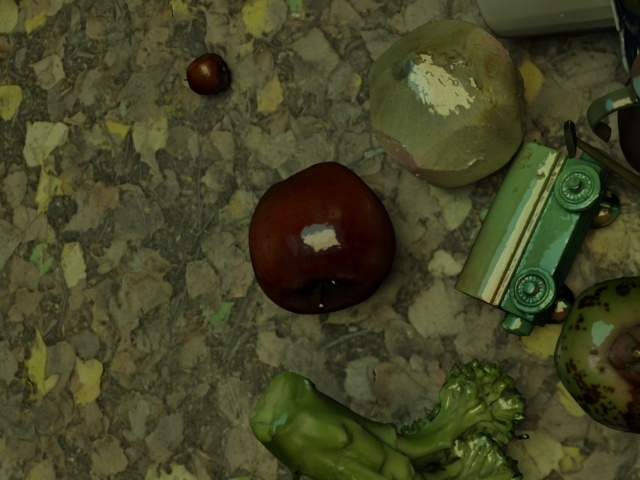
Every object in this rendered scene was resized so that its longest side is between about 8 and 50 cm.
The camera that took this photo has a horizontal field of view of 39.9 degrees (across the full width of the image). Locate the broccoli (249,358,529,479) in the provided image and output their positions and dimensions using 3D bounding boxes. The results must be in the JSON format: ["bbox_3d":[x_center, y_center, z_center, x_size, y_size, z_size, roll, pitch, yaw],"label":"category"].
[{"bbox_3d":[0.062,0.339,1.148,0.274,0.397,0.353,-9,81,46],"label":"broccoli"}]

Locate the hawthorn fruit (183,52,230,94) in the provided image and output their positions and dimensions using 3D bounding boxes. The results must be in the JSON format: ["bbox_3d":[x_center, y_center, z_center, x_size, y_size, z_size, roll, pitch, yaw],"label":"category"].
[{"bbox_3d":[-0.196,-0.286,1.525,0.077,0.077,0.077,-4,79,21],"label":"hawthorn fruit"}]

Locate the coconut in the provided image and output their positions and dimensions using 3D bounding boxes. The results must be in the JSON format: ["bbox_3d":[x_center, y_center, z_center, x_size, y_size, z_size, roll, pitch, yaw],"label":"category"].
[{"bbox_3d":[0.177,-0.195,1.256,0.227,0.230,0.227,-11,70,30],"label":"coconut"}]

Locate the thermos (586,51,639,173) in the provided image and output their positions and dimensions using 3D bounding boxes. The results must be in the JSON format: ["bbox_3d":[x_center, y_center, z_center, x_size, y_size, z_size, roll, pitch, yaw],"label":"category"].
[{"bbox_3d":[0.440,-0.169,1.138,0.176,0.265,0.146,-22,73,19],"label":"thermos"}]

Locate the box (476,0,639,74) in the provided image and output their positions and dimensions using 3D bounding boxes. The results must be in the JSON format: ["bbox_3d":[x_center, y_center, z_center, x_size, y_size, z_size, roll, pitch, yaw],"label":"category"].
[{"bbox_3d":[0.341,-0.367,1.251,0.206,0.262,0.291,-2,89,34],"label":"box"}]

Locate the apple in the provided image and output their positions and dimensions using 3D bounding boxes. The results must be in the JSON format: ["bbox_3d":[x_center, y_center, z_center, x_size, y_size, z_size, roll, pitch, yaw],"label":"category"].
[{"bbox_3d":[-0.002,0.001,1.319,0.233,0.234,0.234,-4,79,21],"label":"apple"}]

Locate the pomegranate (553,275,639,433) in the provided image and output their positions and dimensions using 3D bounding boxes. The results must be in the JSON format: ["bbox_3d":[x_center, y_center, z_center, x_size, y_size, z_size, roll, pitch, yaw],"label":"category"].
[{"bbox_3d":[0.405,0.140,1.107,0.214,0.248,0.214,-3,80,15],"label":"pomegranate"}]

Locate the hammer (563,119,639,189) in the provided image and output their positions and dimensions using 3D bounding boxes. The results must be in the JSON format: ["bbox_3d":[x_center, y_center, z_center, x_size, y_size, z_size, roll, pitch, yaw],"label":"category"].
[{"bbox_3d":[0.403,-0.095,1.195,0.013,0.198,0.062,-37,36,44],"label":"hammer"}]

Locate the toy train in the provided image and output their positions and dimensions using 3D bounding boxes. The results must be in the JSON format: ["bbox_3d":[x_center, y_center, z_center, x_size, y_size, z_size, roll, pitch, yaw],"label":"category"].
[{"bbox_3d":[0.304,-0.010,1.258,0.177,0.116,0.286,24,91,37],"label":"toy train"}]
